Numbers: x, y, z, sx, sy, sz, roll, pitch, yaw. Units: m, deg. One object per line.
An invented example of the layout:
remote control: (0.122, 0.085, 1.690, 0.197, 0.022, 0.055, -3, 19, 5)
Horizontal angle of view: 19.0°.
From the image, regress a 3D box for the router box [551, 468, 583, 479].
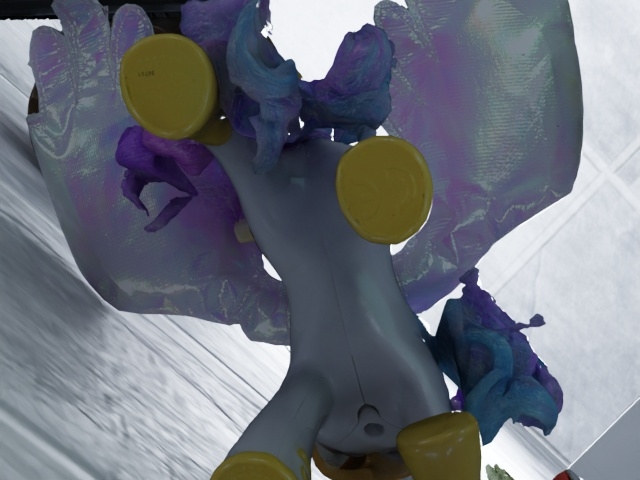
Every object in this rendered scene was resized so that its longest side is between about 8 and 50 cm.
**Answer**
router box: (0.190, 0.268, 0.612, 0.335, 0.082, 0.301, 42, 13, -23)

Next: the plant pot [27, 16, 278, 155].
plant pot: (-0.113, -0.084, 1.277, 0.167, 0.167, 0.165, 44, 11, 1)

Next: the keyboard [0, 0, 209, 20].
keyboard: (-0.117, -0.174, 1.268, 0.317, 0.201, 0.033, 8, -63, 47)

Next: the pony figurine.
pony figurine: (0.000, 0.000, 0.936, 0.363, 0.303, 0.351, 46, 31, -80)

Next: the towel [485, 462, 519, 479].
towel: (0.220, 0.279, 1.859, 0.148, 0.027, 0.110, 45, 2, 29)

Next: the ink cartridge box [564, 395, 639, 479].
ink cartridge box: (0.320, 0.283, 1.491, 0.270, 0.197, 0.198, 42, 3, -30)
